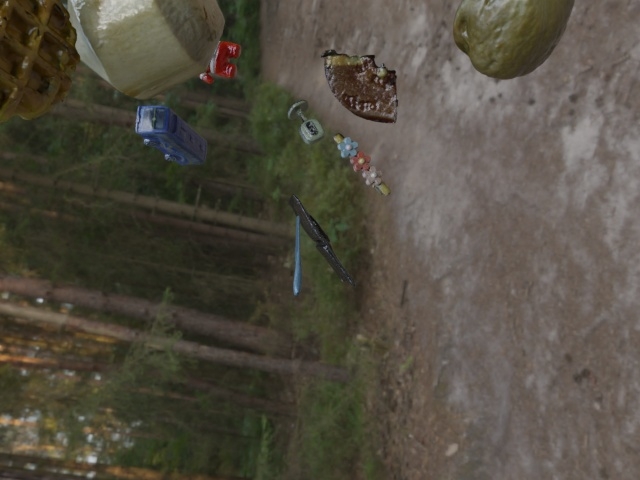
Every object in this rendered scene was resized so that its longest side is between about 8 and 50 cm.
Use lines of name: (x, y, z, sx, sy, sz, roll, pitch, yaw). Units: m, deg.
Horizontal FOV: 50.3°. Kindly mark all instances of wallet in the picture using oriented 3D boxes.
wallet: (0.000, 0.000, 2.072, 0.323, 0.041, 0.247, 57, 176, -3)

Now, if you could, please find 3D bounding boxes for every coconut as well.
coconut: (-0.363, -0.440, 1.378, 0.323, 0.322, 0.323, -169, 90, -82)

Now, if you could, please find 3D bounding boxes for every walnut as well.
walnut: (0.427, -0.497, 1.515, 0.283, 0.282, 0.227, 114, 148, -59)

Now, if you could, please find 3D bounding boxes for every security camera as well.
security camera: (-0.027, -0.250, 1.462, 0.092, 0.058, 0.058, 54, 151, 20)

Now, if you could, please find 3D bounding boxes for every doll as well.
doll: (-0.334, -0.502, 1.815, 0.076, 0.245, 0.142, -44, -31, -82)

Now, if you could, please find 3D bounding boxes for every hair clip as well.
hair clip: (0.113, -0.201, 1.815, 0.062, 0.214, 0.056, -45, 14, -16)

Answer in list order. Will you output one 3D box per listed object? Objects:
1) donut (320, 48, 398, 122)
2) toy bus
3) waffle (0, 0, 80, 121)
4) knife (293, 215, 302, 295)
donut: (0.091, -0.351, 1.555, 0.126, 0.186, 0.144, -63, -19, -76)
toy bus: (-0.356, -0.254, 1.652, 0.236, 0.094, 0.079, 43, -138, -71)
waffle: (-0.557, -0.363, 1.075, 0.382, 0.095, 0.380, -43, -61, -50)
knife: (-0.056, 0.031, 1.689, 0.313, 0.019, 0.045, -91, 14, -51)
